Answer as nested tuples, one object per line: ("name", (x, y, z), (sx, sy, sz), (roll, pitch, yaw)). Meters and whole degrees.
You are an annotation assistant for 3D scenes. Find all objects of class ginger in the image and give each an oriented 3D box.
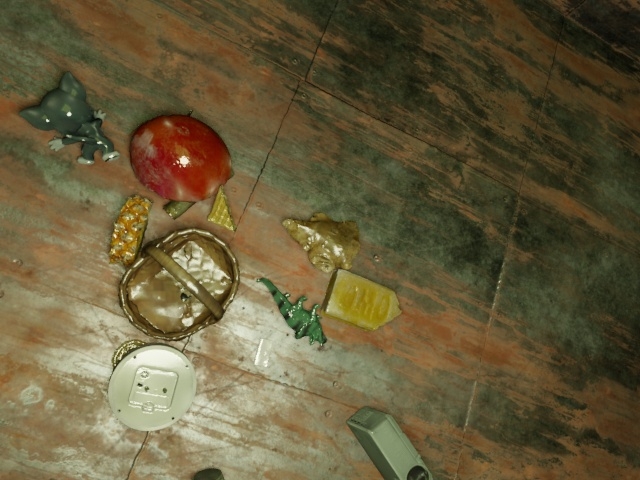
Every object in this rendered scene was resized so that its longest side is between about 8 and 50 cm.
("ginger", (0.000, 0.000, 1.508), (0.270, 0.123, 0.218), (9, 57, -11))

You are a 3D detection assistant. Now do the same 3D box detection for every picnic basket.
("picnic basket", (-0.375, 0.114, 1.254), (0.293, 0.337, 0.337), (45, 69, -6))

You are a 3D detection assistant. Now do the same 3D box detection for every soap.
("soap", (0.143, 0.212, 1.536), (0.258, 0.080, 0.160), (22, 73, -13))

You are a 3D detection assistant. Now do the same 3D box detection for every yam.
("yam", (-0.381, -0.156, 1.443), (0.253, 0.061, 0.061), (-43, 94, -22))

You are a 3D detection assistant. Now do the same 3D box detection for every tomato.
("tomato", (-0.421, -0.266, 1.362), (0.309, 0.170, 0.308), (1, 65, -3))

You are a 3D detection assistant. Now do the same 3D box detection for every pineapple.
("pineapple", (-0.546, -0.034, 1.321), (0.080, 0.135, 0.232), (15, 76, -15))

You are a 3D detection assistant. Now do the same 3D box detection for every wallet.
("wallet", (-0.179, 0.350, 1.434), (0.044, 0.011, 0.083), (18, 73, -15))

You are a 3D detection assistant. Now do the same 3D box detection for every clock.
("clock", (-0.466, 0.405, 1.280), (0.231, 0.083, 0.230), (2, 84, -20))

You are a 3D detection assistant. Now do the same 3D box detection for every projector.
("projector", (0.214, 0.644, 1.413), (0.099, 0.192, 0.256), (-34, 91, -21))

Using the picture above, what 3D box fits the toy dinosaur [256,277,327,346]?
("toy dinosaur", (-0.075, 0.214, 1.465), (0.120, 0.079, 0.291), (-32, 87, -23))

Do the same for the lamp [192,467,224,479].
("lamp", (-0.301, 0.748, 1.257), (0.122, 0.121, 0.214), (-2, 89, -19))

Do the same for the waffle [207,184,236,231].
("waffle", (-0.287, -0.099, 1.423), (0.098, 0.152, 0.023), (23, 40, -10))

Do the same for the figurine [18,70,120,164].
("figurine", (-0.709, -0.320, 1.327), (0.193, 0.140, 0.265), (-38, 78, -5))

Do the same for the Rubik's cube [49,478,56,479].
("Rubik's cube", (-0.626, 0.760, 1.067), (0.259, 0.256, 0.253), (36, 70, -10))

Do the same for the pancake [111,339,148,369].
("pancake", (-0.538, 0.338, 1.314), (0.115, 0.011, 0.114), (5, 76, -19))
